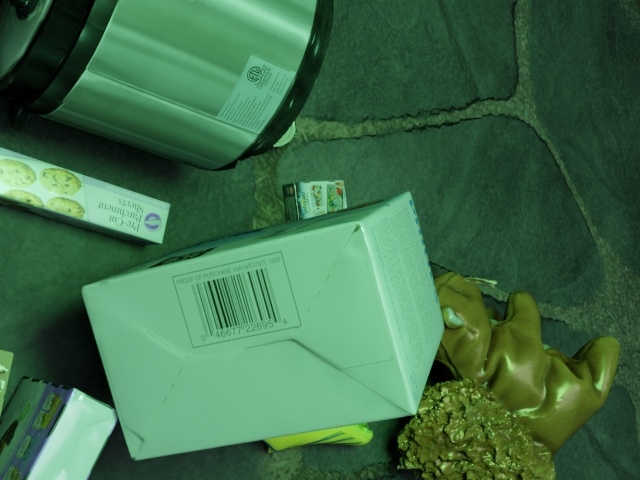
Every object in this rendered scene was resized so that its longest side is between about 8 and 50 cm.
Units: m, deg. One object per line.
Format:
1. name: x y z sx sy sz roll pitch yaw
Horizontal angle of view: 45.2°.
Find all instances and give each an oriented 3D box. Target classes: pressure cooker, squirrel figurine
1. pressure cooker: -0.238 -0.311 0.976 0.420 0.375 0.370 16 79 -37
2. squirrel figurine: 0.290 0.258 1.405 0.370 0.281 0.397 38 62 -22

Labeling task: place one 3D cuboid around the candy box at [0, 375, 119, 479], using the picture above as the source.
1. candy box: -0.349 0.261 0.945 0.070 0.196 0.165 37 66 -30

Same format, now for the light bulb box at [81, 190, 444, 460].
1. light bulb box: -0.045 0.094 1.016 0.361 0.357 0.225 -33 109 -73

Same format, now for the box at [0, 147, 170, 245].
1. box: -0.365 -0.066 1.048 0.324 0.063 0.067 20 75 -35

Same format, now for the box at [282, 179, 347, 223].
1. box: 0.000 0.000 1.342 0.114 0.036 0.207 -5 89 -38

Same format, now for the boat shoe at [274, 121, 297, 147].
1. boat shoe: -0.100 -0.266 1.280 0.079 0.084 0.233 -31 100 -75

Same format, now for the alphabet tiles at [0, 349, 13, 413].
1. alphabet tiles: -0.538 0.174 0.863 0.342 0.011 0.285 18 60 -29

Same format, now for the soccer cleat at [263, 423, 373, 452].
1. soccer cleat: -0.034 0.303 1.274 0.289 0.093 0.121 25 101 -38
